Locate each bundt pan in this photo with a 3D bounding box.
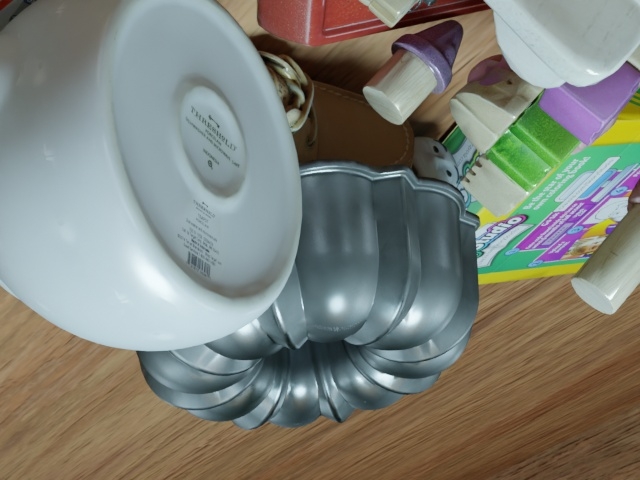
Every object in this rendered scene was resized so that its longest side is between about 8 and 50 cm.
[{"bbox_3d":[-0.012,0.068,1.052,0.331,0.124,0.331,-8,151,-4],"label":"bundt pan"}]

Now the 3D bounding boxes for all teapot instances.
[{"bbox_3d":[-0.140,-0.038,0.779,0.187,0.256,0.252,-15,-166,28],"label":"teapot"}]

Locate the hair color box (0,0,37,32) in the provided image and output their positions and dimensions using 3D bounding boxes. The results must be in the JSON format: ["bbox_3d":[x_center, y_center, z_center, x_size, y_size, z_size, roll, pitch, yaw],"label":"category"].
[{"bbox_3d":[-0.182,-0.161,0.817,0.167,0.053,0.093,-29,156,30],"label":"hair color box"}]

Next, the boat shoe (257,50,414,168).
[{"bbox_3d":[-0.053,-0.090,0.991,0.341,0.122,0.110,-1,154,-32],"label":"boat shoe"}]

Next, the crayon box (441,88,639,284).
[{"bbox_3d":[0.277,-0.077,1.292,0.313,0.106,0.363,-5,155,-26],"label":"crayon box"}]

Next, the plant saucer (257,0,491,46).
[{"bbox_3d":[0.087,-0.229,0.863,0.259,0.048,0.258,-13,158,-9],"label":"plant saucer"}]

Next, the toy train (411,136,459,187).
[{"bbox_3d":[0.000,0.000,1.250,0.190,0.142,0.334,-14,160,-42],"label":"toy train"}]

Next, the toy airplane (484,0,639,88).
[{"bbox_3d":[0.028,-0.237,0.497,0.386,0.272,0.384,8,159,33],"label":"toy airplane"}]

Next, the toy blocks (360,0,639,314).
[{"bbox_3d":[0.211,-0.155,0.849,0.260,0.309,0.288,-47,176,-13],"label":"toy blocks"}]
